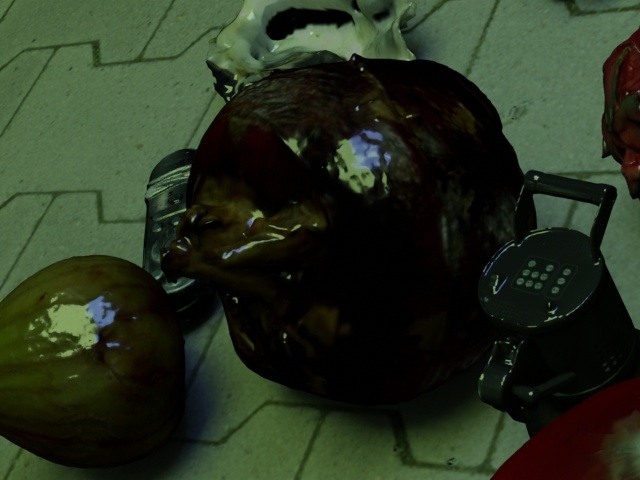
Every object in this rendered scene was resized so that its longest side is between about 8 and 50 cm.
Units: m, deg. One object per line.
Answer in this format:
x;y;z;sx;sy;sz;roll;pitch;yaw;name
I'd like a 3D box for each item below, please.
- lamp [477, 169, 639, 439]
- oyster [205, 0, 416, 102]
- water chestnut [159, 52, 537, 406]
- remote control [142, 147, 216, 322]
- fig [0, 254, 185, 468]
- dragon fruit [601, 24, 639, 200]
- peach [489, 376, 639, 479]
0.191;0.084;1.077;0.147;0.227;0.172;16;62;43;lamp
-0.017;-0.232;1.635;0.351;0.115;0.238;17;71;50;oyster
0.000;0.000;1.229;0.347;0.335;0.335;-22;28;-37;water chestnut
-0.152;-0.007;1.552;0.090;0.066;0.266;-13;39;6;remote control
-0.292;0.116;1.342;0.321;0.217;0.217;-1;40;-12;fig
0.361;-0.135;1.192;0.234;0.233;0.293;11;54;42;dragon fruit
0.221;0.259;0.943;0.338;0.281;0.281;-64;34;21;peach
